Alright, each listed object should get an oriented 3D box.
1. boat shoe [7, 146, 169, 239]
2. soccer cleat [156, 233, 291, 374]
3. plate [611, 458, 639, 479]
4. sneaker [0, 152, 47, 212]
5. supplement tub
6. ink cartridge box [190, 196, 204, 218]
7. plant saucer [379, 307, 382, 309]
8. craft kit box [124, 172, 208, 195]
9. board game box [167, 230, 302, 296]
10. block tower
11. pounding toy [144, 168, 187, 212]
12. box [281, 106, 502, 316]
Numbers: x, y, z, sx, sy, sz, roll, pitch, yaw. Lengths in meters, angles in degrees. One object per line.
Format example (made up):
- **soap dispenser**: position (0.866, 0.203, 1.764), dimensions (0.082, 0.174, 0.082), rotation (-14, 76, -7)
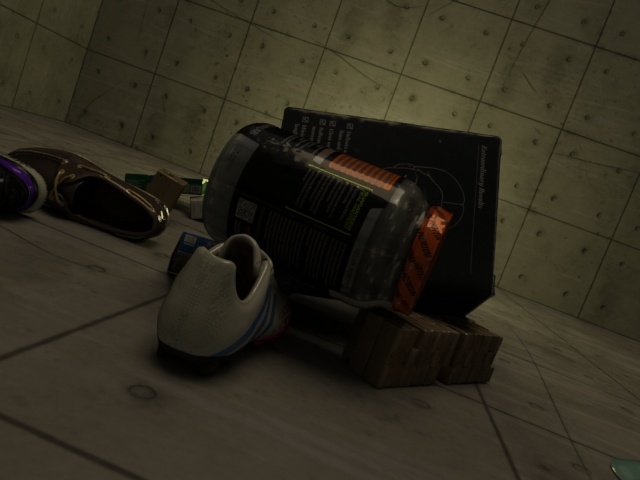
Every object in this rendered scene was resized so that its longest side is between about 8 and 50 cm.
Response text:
- **boat shoe**: position (-0.451, -0.092, 1.021), dimensions (0.324, 0.117, 0.097), rotation (25, 2, -9)
- **soccer cleat**: position (-0.092, 0.062, 0.684), dimensions (0.115, 0.143, 0.331), rotation (21, 6, 7)
- **plate**: position (0.489, 0.341, 0.711), dimensions (0.188, 0.024, 0.188), rotation (21, 7, -3)
- **sneaker**: position (-0.602, -0.124, 0.842), dimensions (0.293, 0.102, 0.146), rotation (20, 7, -6)
- **supplement tub**: position (0.011, -0.028, 0.758), dimensions (0.315, 0.194, 0.193), rotation (24, 7, 15)
- **ink cartridge box**: position (-0.318, -0.100, 1.590), dimensions (0.135, 0.056, 0.099), rotation (-3, 12, -14)
- **plant saucer**: position (0.147, 0.025, 1.237), dimensions (0.047, 0.259, 0.259), rotation (27, 5, -14)
- **craft kit box**: position (-0.456, -0.176, 1.721), dimensions (0.249, 0.061, 0.246), rotation (5, 1, 6)
- **board game box**: position (-0.142, 0.048, 0.880), dimensions (0.201, 0.035, 0.136), rotation (18, -22, -16)
- **block tower**: position (0.175, 0.169, 0.858), dimensions (0.335, 0.097, 0.090), rotation (16, 8, -47)
- **pounding toy**: position (-0.412, -0.114, 1.341), dimensions (0.100, 0.130, 0.141), rotation (31, 4, -13)
- **box**: position (0.105, -0.045, 0.991), dimensions (0.394, 0.294, 0.212), rotation (9, -20, 3)
